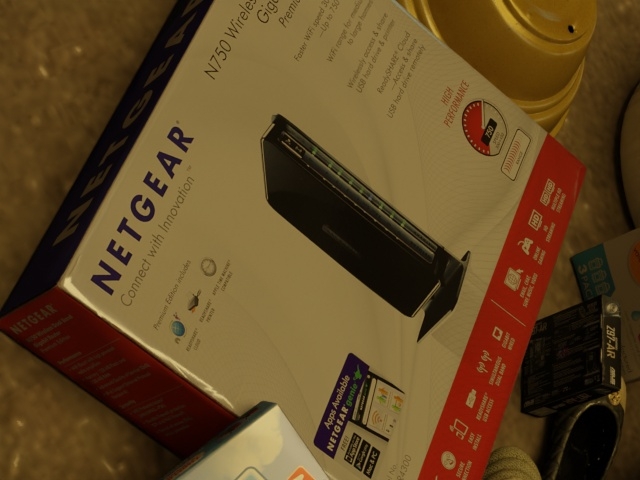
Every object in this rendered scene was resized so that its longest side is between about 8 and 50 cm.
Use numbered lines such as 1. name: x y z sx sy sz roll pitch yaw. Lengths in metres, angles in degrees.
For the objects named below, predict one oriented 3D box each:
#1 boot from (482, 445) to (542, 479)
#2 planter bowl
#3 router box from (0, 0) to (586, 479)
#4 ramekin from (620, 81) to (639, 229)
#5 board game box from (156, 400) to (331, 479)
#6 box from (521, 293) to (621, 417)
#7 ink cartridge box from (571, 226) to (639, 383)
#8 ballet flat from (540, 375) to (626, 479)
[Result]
1. boot: 0.104 0.252 1.075 0.077 0.213 0.165 9 23 -4
2. planter bowl: 0.137 -0.175 1.277 0.217 0.090 0.217 16 63 -33
3. router box: 0.000 0.000 1.104 0.301 0.082 0.335 38 53 -20
4. ramekin: 0.366 -0.052 1.376 0.277 0.135 0.277 16 63 -33
5. board game box: -0.066 0.213 0.944 0.211 0.039 0.160 -36 96 -16
6. box: 0.173 0.081 1.206 0.018 0.083 0.067 20 60 -30
7. ink cartridge box: 0.274 0.030 1.239 0.062 0.181 0.104 -8 77 -39
8. ballet flat: 0.183 0.157 1.205 0.057 0.049 0.173 43 52 -17
